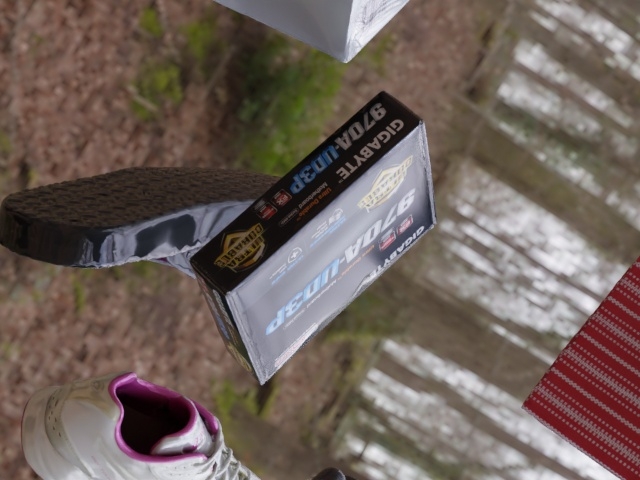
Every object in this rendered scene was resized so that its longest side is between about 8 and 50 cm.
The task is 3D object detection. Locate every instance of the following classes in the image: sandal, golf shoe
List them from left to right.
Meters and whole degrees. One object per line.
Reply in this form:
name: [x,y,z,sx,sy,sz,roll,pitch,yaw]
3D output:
sandal: [-0.154,-0.007,1.638,0.167,0.446,0.107,21,-71,34]
golf shoe: [-0.126,0.216,1.497,0.140,0.306,0.115,-31,-140,38]

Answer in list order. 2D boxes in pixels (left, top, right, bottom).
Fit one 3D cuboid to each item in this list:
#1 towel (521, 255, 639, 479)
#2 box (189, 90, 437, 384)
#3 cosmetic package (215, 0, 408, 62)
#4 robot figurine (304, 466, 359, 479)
towel: [0.384,0.152,1.848,0.275,0.199,0.031,-47,160,-24]
box: [0.000,0.000,1.348,0.220,0.051,0.175,-42,154,-15]
cosmetic package: [0.002,-0.352,1.547,0.377,0.284,0.097,-49,156,-40]
robot figurine: [-0.013,0.402,2.005,0.173,0.209,0.278,-22,-174,43]
